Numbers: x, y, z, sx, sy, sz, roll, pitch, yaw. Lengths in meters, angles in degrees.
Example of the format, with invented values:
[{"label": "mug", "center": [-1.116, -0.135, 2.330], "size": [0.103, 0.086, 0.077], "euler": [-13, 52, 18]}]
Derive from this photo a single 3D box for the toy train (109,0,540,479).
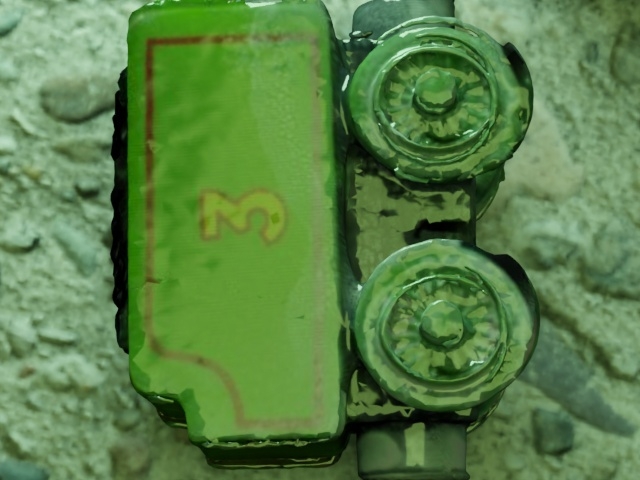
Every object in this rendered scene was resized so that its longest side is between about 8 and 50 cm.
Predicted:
[{"label": "toy train", "center": [0.000, 0.000, 1.113], "size": [0.249, 0.173, 0.307], "euler": [-2, 80, 1]}]
